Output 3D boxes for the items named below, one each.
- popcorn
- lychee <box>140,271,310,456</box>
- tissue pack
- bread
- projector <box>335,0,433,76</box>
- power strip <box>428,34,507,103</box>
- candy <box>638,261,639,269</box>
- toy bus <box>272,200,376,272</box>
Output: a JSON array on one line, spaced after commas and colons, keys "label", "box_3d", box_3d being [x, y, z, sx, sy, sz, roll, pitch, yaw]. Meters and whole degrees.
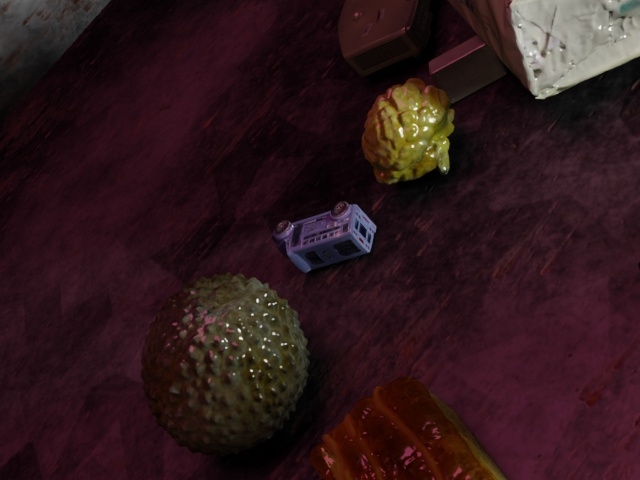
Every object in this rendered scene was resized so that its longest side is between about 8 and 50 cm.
[{"label": "popcorn", "box_3d": [0.141, -0.173, 1.683, 0.142, 0.173, 0.173, 12, 63, 41]}, {"label": "lychee", "box_3d": [-0.141, 0.173, 1.529, 0.255, 0.274, 0.255, -3, 60, 5]}, {"label": "tissue pack", "box_3d": [0.355, -0.410, 1.618, 0.297, 0.207, 0.380, -25, 38, -2]}, {"label": "bread", "box_3d": [0.113, 0.293, 1.267, 0.185, 0.114, 0.275, -41, 33, 3]}, {"label": "projector", "box_3d": [0.126, -0.421, 2.000, 0.193, 0.088, 0.269, -18, 42, 34]}, {"label": "power strip", "box_3d": [0.259, -0.291, 1.749, 0.175, 0.075, 0.042, -26, 37, 21]}, {"label": "candy", "box_3d": [0.469, 0.103, 1.137, 0.187, 0.077, 0.331, -31, 40, 22]}, {"label": "toy bus", "box_3d": [0.000, 0.000, 1.708, 0.167, 0.073, 0.076, -18, 45, 31]}]
